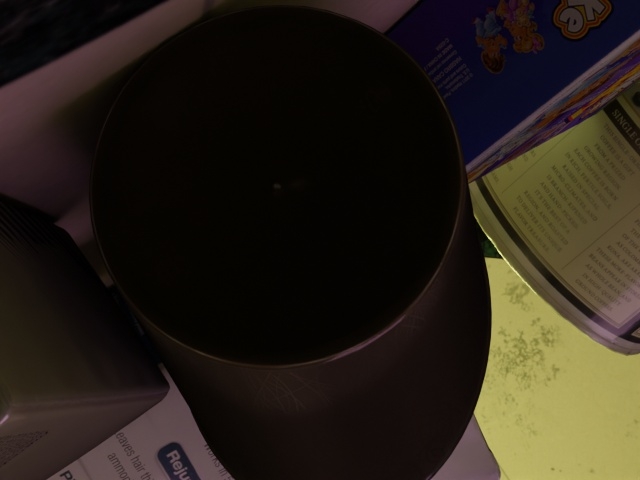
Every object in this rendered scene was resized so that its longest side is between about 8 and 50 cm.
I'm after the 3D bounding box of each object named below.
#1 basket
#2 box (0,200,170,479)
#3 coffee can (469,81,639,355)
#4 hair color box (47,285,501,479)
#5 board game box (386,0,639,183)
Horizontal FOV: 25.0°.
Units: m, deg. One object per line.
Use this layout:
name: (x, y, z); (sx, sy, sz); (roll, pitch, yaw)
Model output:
basket: (-0.005, 0.008, 0.588); (0.154, 0.204, 0.227); (-4, 167, 5)
box: (-0.138, 0.047, 0.505); (0.113, 0.094, 0.275); (-34, 175, -2)
coffee can: (0.255, -0.083, 0.978); (0.275, 0.201, 0.201); (-43, 171, 24)
hair color box: (-0.096, 0.127, 0.777); (0.347, 0.174, 0.105); (-28, -151, -6)
board game box: (0.182, -0.155, 0.715); (0.233, 0.078, 0.347); (-28, 172, -46)
